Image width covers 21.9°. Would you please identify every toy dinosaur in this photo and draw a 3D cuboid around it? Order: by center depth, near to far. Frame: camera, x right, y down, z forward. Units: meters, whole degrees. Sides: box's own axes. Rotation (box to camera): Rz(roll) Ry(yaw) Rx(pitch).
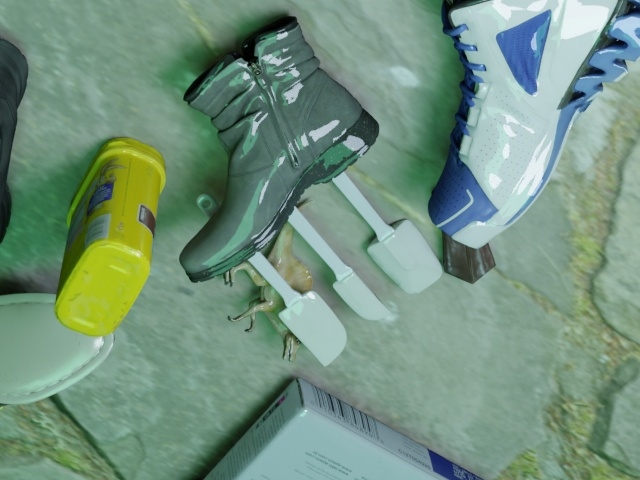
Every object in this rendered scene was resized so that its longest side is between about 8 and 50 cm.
[{"bbox_3d":[-0.052,0.036,1.724,0.093,0.053,0.183,-2,113,-13],"label":"toy dinosaur"}]

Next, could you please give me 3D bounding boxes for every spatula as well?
[{"bbox_3d":[0.000,0.000,1.686,0.168,0.019,0.242,-36,116,8],"label":"spatula"}]

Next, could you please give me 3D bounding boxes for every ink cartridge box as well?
[{"bbox_3d":[0.002,0.348,1.911,0.324,0.071,0.330,32,114,-26],"label":"ink cartridge box"}]

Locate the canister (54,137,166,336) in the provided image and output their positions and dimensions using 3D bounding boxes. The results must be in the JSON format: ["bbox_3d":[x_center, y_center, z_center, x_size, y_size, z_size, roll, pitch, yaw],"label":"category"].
[{"bbox_3d":[-0.205,-0.003,1.607,0.073,0.170,0.126,23,123,-17],"label":"canister"}]

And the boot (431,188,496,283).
[{"bbox_3d":[0.171,-0.008,1.691,0.106,0.037,0.114,-2,125,18],"label":"boot"}]

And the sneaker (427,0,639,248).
[{"bbox_3d":[0.165,-0.165,1.532,0.182,0.127,0.315,27,115,-15],"label":"sneaker"}]

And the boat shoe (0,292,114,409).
[{"bbox_3d":[-0.363,0.132,1.754,0.324,0.097,0.116,-18,84,9],"label":"boat shoe"}]

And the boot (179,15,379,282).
[{"bbox_3d":[-0.078,-0.090,1.581,0.246,0.083,0.161,-43,112,3],"label":"boot"}]

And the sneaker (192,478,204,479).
[{"bbox_3d":[-0.176,0.358,1.929,0.051,0.089,0.170,32,121,-22],"label":"sneaker"}]

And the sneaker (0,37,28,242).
[{"bbox_3d":[-0.350,-0.055,1.593,0.109,0.130,0.286,7,128,-8],"label":"sneaker"}]
